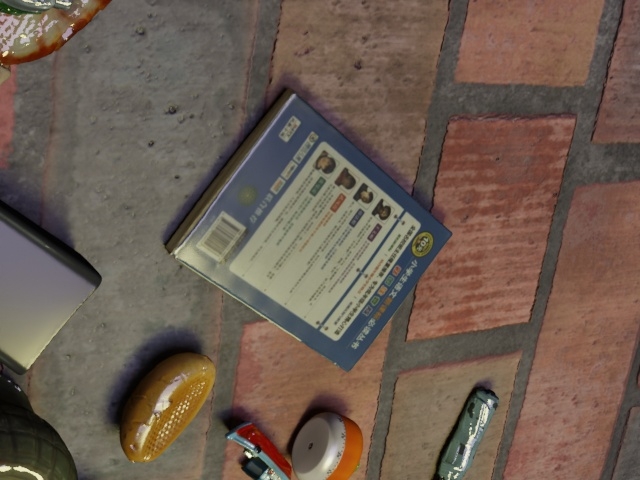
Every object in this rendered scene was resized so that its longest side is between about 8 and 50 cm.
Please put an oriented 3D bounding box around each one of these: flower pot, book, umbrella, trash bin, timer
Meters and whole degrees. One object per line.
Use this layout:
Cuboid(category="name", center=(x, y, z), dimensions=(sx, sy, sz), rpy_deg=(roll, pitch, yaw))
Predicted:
Cuboid(category="flower pot", center=(-0.475, 0.327, 1.352), dimensions=(0.302, 0.213, 0.301), rpy_deg=(-14, 118, -28))
Cuboid(category="book", center=(0.000, 0.000, 1.627), dimensions=(0.300, 0.039, 0.428), rpy_deg=(-53, 129, -2))
Cuboid(category="umbrella", center=(0.265, 0.393, 1.984), dimensions=(0.053, 0.052, 0.250), rpy_deg=(20, 99, -39))
Cuboid(category="trash bin", center=(-0.419, 0.034, 1.317), dimensions=(0.165, 0.115, 0.225), rpy_deg=(-50, 128, -5))
Cuboid(category="timer", center=(0.020, 0.357, 1.778), dimensions=(0.136, 0.099, 0.136), rpy_deg=(-24, 136, -25))

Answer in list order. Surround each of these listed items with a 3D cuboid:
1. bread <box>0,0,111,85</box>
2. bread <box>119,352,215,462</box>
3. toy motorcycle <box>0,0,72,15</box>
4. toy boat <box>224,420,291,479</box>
Cuboid(category="bread", center=(-0.392, -0.322, 1.163), dimensions=(0.328, 0.114, 0.295), rpy_deg=(-38, 126, -12))
Cuboid(category="bread", center=(-0.233, 0.241, 1.564), dimensions=(0.189, 0.077, 0.114), rpy_deg=(-51, 149, -4))
Cuboid(category="toy motorcycle", center=(-0.271, -0.353, 1.041), dimensions=(0.125, 0.187, 0.274), rpy_deg=(7, 105, -36))
Cuboid(category="toy boat", center=(-0.103, 0.350, 1.705), dimensions=(0.059, 0.069, 0.173), rpy_deg=(-47, 134, -17))
